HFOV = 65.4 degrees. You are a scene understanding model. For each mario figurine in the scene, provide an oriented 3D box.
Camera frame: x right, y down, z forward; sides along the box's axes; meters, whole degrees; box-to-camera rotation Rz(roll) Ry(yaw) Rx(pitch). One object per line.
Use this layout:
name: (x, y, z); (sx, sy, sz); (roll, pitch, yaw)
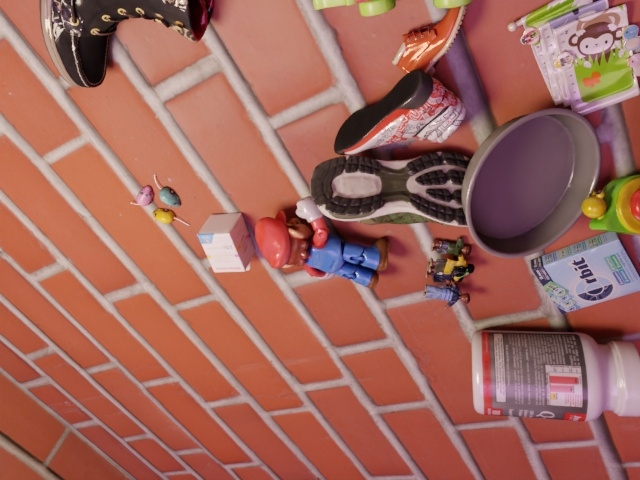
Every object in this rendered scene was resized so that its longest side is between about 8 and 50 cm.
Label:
mario figurine: (0.000, 0.000, 1.212); (0.320, 0.170, 0.198); (16, 95, -10)

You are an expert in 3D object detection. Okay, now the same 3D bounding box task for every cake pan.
cake pan: (0.389, -0.106, 0.941); (0.293, 0.054, 0.293); (-9, 118, -16)

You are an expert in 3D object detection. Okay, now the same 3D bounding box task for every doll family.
doll family: (0.312, 0.082, 1.192); (0.111, 0.076, 0.193); (7, 134, 6)

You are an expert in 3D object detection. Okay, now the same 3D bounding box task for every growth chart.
growth chart: (0.456, -0.321, 0.857); (0.172, 0.021, 0.237); (-27, 117, 31)

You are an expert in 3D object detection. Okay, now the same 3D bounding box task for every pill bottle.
pill bottle: (0.562, 0.328, 1.220); (0.363, 0.210, 0.210); (-2, 127, 18)

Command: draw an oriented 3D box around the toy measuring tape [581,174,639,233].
toy measuring tape: (0.658, -0.062, 0.965); (0.330, 0.121, 0.121); (6, 131, -10)

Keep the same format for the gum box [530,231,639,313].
gum box: (0.596, 0.075, 1.118); (0.184, 0.041, 0.157); (-28, 116, 32)

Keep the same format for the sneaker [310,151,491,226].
sneaker: (0.183, -0.093, 1.074); (0.410, 0.158, 0.182); (5, 168, 0)

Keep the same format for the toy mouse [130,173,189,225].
toy mouse: (-0.422, -0.103, 1.284); (0.161, 0.031, 0.143); (13, 130, 6)

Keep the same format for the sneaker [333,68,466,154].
sneaker: (0.153, -0.217, 0.982); (0.145, 0.090, 0.270); (20, 152, -29)

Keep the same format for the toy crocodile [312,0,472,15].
toy crocodile: (0.142, -0.431, 0.806); (0.340, 0.105, 0.115); (1, 128, 16)

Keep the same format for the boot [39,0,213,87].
boot: (-0.359, -0.435, 0.938); (0.284, 0.138, 0.377); (18, 125, 2)

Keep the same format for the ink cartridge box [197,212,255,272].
ink cartridge box: (-0.236, 0.013, 1.283); (0.092, 0.090, 0.143); (-2, 128, 18)

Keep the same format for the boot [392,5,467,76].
boot: (0.191, -0.358, 0.883); (0.084, 0.059, 0.158); (32, 131, -4)
